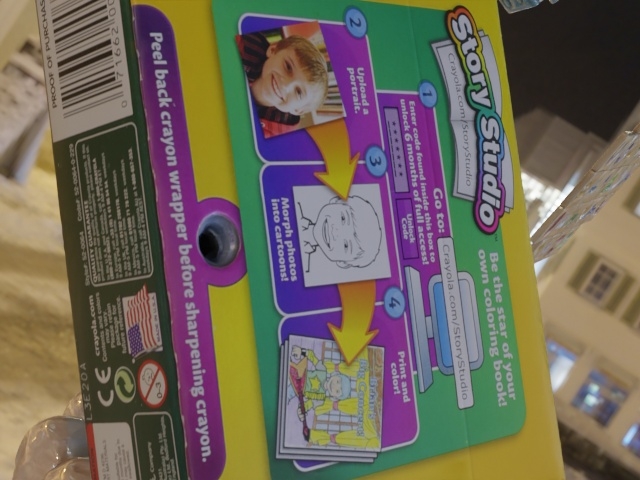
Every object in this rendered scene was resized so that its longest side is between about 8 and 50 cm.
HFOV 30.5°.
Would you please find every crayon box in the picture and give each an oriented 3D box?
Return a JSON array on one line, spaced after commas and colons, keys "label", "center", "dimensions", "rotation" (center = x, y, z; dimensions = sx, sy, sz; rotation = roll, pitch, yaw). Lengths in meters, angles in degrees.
[{"label": "crayon box", "center": [0.000, 0.000, 0.735], "dimensions": [0.313, 0.363, 0.106], "rotation": [-4, -4, -44]}]

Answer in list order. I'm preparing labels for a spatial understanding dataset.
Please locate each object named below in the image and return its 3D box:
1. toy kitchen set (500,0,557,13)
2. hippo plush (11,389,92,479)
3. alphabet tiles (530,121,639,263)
[{"label": "toy kitchen set", "center": [0.184, -0.342, 1.277], "dimensions": [0.207, 0.122, 0.166], "rotation": [56, -8, -12]}, {"label": "hippo plush", "center": [-0.131, 0.264, 0.982], "dimensions": [0.234, 0.237, 0.294], "rotation": [18, 19, 26]}, {"label": "alphabet tiles", "center": [0.370, -0.076, 1.528], "dimensions": [0.011, 0.285, 0.342], "rotation": [44, 21, 14]}]
